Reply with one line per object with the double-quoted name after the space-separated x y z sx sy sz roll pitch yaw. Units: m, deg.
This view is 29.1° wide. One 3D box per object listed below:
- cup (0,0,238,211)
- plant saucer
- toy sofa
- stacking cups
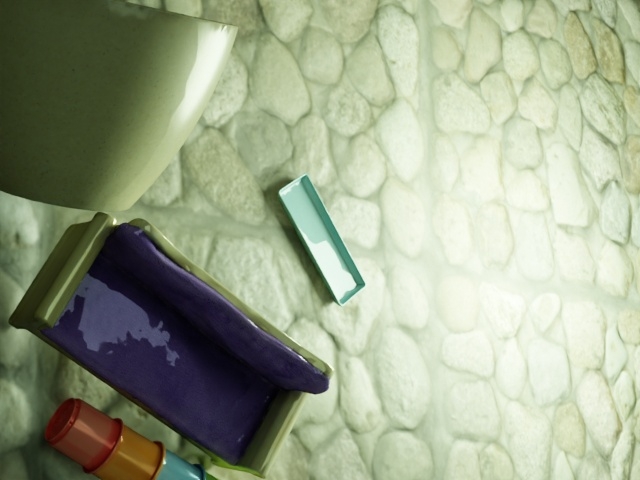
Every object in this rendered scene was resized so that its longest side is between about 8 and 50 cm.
-0.280 -0.166 1.415 0.331 0.331 0.237 6 101 -40 "cup"
0.000 0.000 1.780 0.067 0.018 0.192 -37 104 -41 "plant saucer"
-0.171 0.131 1.473 0.362 0.177 0.150 41 65 -26 "toy sofa"
-0.185 0.294 1.480 0.316 0.096 0.096 38 56 -28 "stacking cups"
